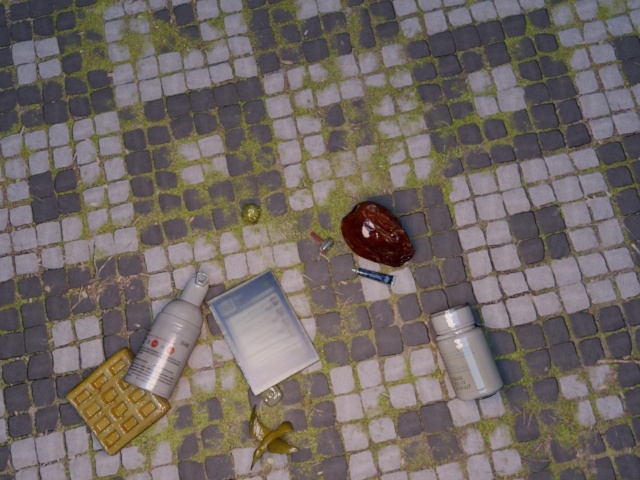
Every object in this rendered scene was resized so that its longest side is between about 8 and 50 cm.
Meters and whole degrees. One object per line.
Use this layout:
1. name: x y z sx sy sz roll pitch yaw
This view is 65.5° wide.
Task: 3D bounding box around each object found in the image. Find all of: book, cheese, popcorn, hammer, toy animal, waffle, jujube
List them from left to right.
1. waffle: -0.612 0.485 1.510 0.221 0.055 0.247 -40 81 -4
2. popcorn: -0.222 -0.089 1.589 0.060 0.068 0.083 6 41 -19
3. cheese: -0.190 0.414 1.508 0.065 0.043 0.194 -37 81 -6
4. book: -0.175 0.275 1.519 0.229 0.018 0.322 -27 78 -11
5. toy animal: -0.141 0.597 1.443 0.219 0.095 0.155 17 80 44
6. hammer: 0.000 0.000 1.579 0.083 0.031 0.052 39 81 19
7. jujube: 0.175 -0.012 1.515 0.236 0.168 0.168 39 84 -8

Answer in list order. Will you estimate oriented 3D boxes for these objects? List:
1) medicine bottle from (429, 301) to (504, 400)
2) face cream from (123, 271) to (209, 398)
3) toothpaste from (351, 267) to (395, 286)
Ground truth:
1. medicine bottle: 0.418 0.319 1.444 0.144 0.143 0.257 -19 81 0
2. face cream: -0.432 0.272 1.491 0.146 0.145 0.369 21 66 6
3. toothpaste: 0.163 0.110 1.554 0.140 0.021 0.037 16 89 4
